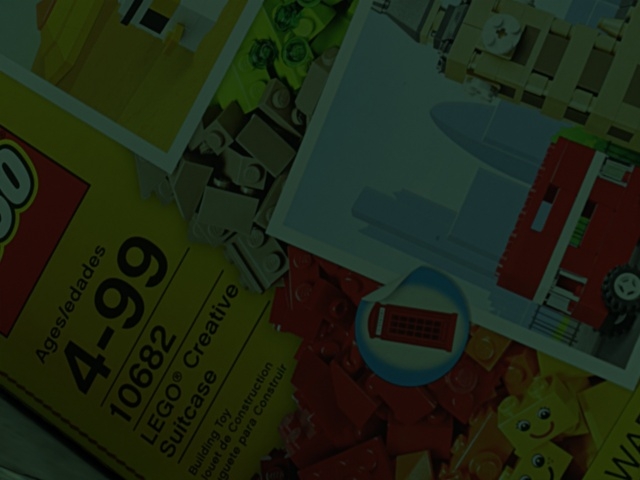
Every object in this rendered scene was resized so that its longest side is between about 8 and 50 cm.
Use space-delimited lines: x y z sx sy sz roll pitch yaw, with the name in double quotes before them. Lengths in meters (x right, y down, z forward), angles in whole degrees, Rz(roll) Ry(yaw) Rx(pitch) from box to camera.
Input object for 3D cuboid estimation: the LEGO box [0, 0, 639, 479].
"LEGO box" 0.081 -0.122 0.661 0.372 0.500 0.193 32 5 25
